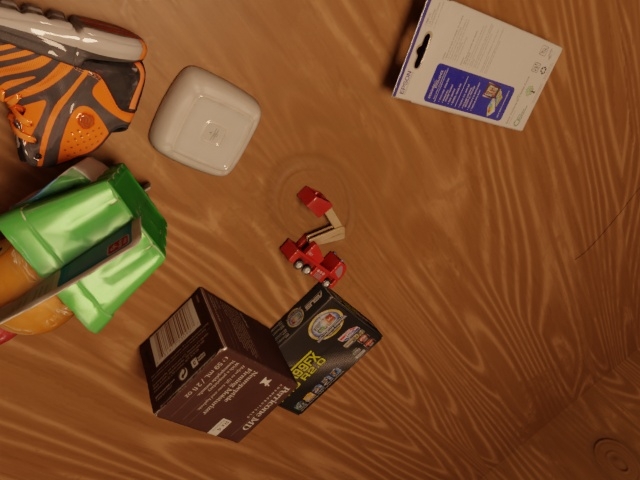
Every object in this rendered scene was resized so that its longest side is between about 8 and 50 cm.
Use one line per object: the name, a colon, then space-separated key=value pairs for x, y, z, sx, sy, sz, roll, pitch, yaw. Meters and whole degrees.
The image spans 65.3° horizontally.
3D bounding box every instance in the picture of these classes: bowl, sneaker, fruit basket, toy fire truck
bowl: x=-0.163 y=-0.163 z=0.731 sx=0.142 sy=0.053 sz=0.142 roll=21 pitch=111 yaw=-37
sneaker: x=-0.366 y=-0.175 z=0.560 sx=0.321 sy=0.124 sz=0.180 roll=4 pitch=118 yaw=-32
fruit basket: x=-0.364 y=0.038 z=0.592 sx=0.353 sy=0.327 sz=0.165 roll=-27 pitch=110 yaw=-7
toy fire truck: x=0.000 y=0.000 z=0.938 sx=0.135 sy=0.047 sz=0.192 roll=-48 pitch=132 yaw=6

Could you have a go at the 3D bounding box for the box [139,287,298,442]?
box: x=-0.185 y=0.229 z=0.910 sx=0.168 sy=0.167 sz=0.203 roll=-45 pitch=132 yaw=5

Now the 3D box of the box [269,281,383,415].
box: x=-0.024 y=0.241 z=1.082 sx=0.270 sy=0.060 sz=0.216 roll=-44 pitch=132 yaw=4

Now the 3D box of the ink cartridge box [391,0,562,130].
ink cartridge box: x=0.263 y=-0.302 z=0.869 sx=0.333 sy=0.065 sz=0.165 roll=4 pitch=119 yaw=-33
